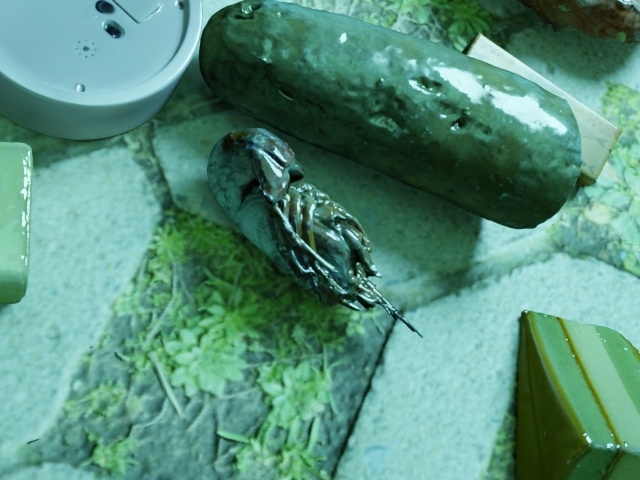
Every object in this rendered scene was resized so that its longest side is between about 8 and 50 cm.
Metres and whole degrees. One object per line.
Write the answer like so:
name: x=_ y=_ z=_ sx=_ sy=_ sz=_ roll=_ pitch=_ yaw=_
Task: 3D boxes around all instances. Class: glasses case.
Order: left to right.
glasses case: x=0.199 y=-0.121 z=1.005 sx=0.170 sy=0.041 sz=0.064 roll=32 pitch=74 yaw=-7

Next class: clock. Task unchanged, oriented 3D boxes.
clock: x=-0.199 y=-0.183 z=0.860 sx=0.197 sy=0.068 sz=0.196 roll=8 pitch=68 yaw=-19

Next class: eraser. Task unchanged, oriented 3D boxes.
eraser: x=-0.299 y=-0.018 z=0.764 sx=0.172 sy=0.058 sz=0.117 roll=4 pitch=69 yaw=-19

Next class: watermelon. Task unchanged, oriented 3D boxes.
watermelon: x=0.259 y=-0.283 z=1.053 sx=0.257 sy=0.140 sz=0.192 roll=36 pitch=57 yaw=-16

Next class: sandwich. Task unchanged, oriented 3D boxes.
sandwich: x=0.219 y=0.175 z=0.915 sx=0.117 sy=0.144 sz=0.187 roll=13 pitch=30 yaw=-16

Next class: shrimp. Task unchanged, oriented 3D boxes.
shrimp: x=0.000 y=0.000 z=0.865 sx=0.233 sy=0.079 sz=0.090 roll=43 pitch=24 yaw=-4

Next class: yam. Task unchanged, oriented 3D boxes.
yam: x=0.054 y=-0.116 z=0.906 sx=0.331 sy=0.133 sz=0.133 roll=19 pitch=65 yaw=-8
